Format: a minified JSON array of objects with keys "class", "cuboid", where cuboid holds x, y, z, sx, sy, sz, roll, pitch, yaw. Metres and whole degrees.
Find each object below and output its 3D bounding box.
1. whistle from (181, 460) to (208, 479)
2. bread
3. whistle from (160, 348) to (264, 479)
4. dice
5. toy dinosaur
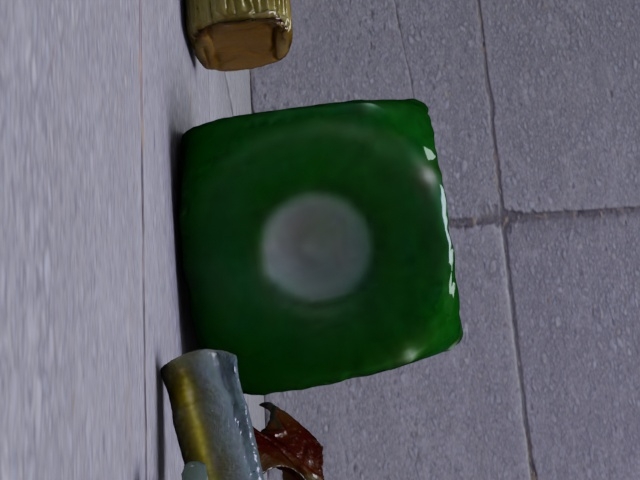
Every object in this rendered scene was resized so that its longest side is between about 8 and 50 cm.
[{"class":"whistle","cuboid":[-0.097,0.217,0.805,0.236,0.077,0.113,-156,-109,-83]},{"class":"bread","cuboid":[-0.102,-0.287,1.422,0.190,0.132,0.114,118,-32,-84]},{"class":"whistle","cuboid":[-0.065,0.249,0.933,0.068,0.057,0.326,-32,-114,38]},{"class":"dice","cuboid":[0.000,0.000,1.282,0.300,0.287,0.297,-30,110,-86]},{"class":"toy dinosaur","cuboid":[-0.071,0.267,1.282,0.113,0.207,0.327,-54,-169,5]}]
